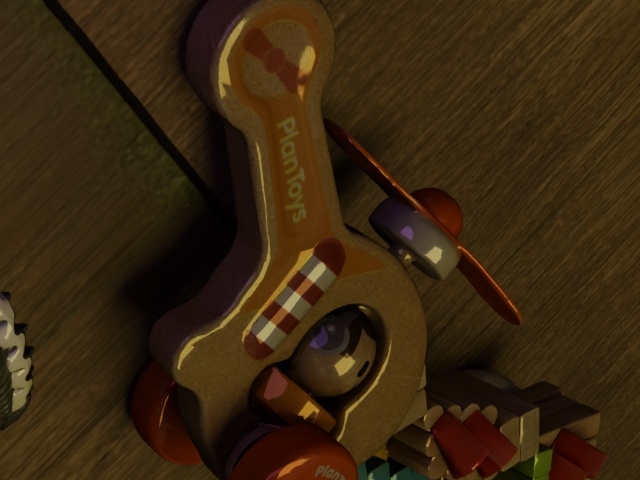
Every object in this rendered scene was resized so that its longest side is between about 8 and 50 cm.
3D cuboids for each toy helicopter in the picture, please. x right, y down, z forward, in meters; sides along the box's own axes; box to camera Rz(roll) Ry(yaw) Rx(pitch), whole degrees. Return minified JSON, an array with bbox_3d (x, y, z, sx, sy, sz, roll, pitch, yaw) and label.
[{"bbox_3d":[0.000,0.000,1.052,0.235,0.140,0.355,-27,131,-23],"label":"toy helicopter"}]

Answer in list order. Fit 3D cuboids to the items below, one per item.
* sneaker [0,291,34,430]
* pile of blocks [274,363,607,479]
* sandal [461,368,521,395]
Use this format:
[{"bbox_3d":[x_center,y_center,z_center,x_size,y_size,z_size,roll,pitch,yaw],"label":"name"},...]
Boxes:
[{"bbox_3d":[-0.209,0.025,0.853,0.106,0.078,0.234,-34,143,-20],"label":"sneaker"},{"bbox_3d":[0.099,0.166,1.303,0.362,0.112,0.149,19,93,-47],"label":"pile of blocks"},{"bbox_3d":[0.153,0.252,1.560,0.169,0.102,0.416,-40,135,-26],"label":"sandal"}]
